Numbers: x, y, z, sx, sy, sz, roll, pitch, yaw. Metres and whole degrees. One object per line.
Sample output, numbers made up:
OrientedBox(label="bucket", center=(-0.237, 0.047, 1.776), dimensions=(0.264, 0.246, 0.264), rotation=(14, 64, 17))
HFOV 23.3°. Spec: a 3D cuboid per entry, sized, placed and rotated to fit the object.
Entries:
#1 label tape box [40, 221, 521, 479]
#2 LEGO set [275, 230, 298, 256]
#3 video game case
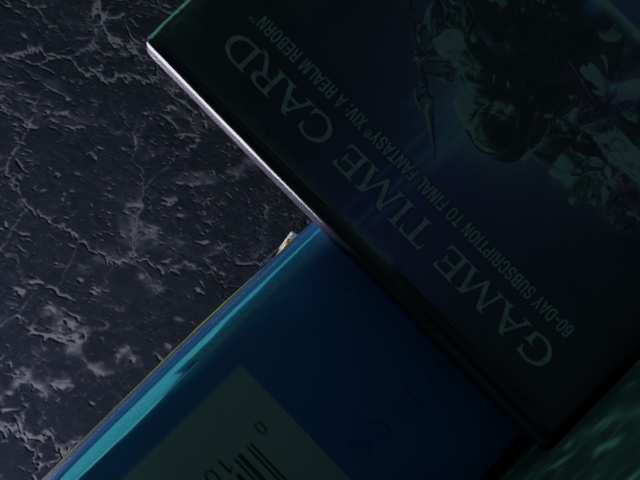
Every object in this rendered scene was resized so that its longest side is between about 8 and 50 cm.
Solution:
OrientedBox(label="label tape box", center=(-0.045, 0.105, 0.694), dimensions=(0.249, 0.115, 0.347), rotation=(-45, 0, -19))
OrientedBox(label="LEGO set", center=(0.000, 0.000, 1.496), dimensions=(0.107, 0.132, 0.287), rotation=(-65, -2, -68))
OrientedBox(label="video game case", center=(0.104, -0.093, 0.552), dimensions=(0.274, 0.196, 0.026), rotation=(-44, 0, -7))
